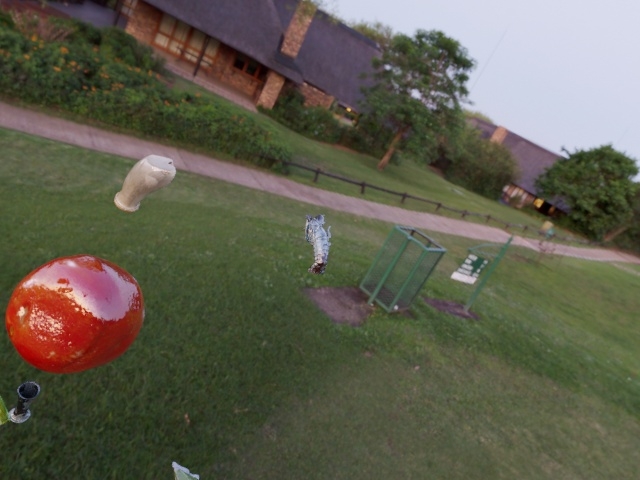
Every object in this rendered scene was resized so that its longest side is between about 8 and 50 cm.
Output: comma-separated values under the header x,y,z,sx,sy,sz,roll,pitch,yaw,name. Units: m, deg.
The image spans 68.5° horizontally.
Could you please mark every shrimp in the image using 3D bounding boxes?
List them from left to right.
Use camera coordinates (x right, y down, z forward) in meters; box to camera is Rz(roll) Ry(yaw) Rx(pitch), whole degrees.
x,y,z,sx,sy,sz,roll,pitch,yaw,name
0.003,-0.001,1.148,0.082,0.076,0.174,16,52,-31,shrimp

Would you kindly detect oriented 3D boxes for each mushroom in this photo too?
x,y,z,sx,sy,sz,roll,pitch,yaw,name
-0.549,-0.186,1.466,0.108,0.247,0.096,47,26,-22,mushroom

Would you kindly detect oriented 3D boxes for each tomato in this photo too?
x,y,z,sx,sy,sz,roll,pitch,yaw,name
-0.665,0.206,1.301,0.290,0.325,0.293,39,-6,13,tomato

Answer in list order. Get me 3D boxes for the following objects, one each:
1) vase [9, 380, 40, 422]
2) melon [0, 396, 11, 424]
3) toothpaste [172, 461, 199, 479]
x,y,z,sx,sy,sz,roll,pitch,yaw,name
-0.902,0.494,1.431,0.059,0.167,0.059,25,36,-20,vase
-0.929,0.436,1.218,0.129,0.265,0.169,-23,84,-23,melon
-0.191,0.470,0.761,0.078,0.047,0.248,55,-6,-37,toothpaste
